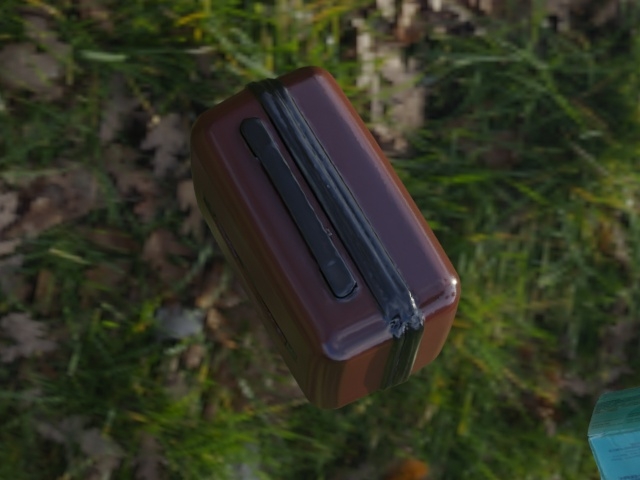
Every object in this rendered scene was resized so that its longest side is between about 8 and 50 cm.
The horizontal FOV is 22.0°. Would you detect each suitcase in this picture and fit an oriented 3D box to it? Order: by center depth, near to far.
[{"bbox_3d":[0.000,0.000,1.591,0.161,0.236,0.297,-26,72,-11],"label":"suitcase"}]

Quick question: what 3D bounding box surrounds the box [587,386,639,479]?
[{"bbox_3d":[0.481,0.328,2.068,0.311,0.205,0.118,67,28,-18],"label":"box"}]
